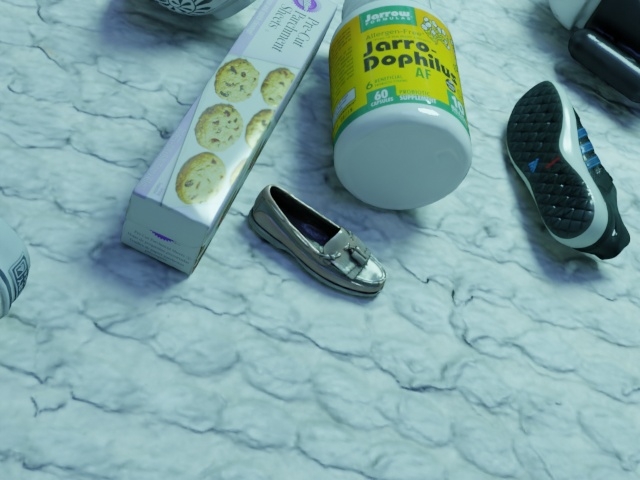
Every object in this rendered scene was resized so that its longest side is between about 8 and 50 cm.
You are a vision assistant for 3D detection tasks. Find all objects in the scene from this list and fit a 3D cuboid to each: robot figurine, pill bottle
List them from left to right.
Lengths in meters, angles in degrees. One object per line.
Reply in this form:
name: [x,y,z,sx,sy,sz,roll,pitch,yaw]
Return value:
pill bottle: [0.066,-0.140,0.832,0.117,0.117,0.208,11,49,-15]
robot figurine: [0.388,-0.262,1.028,0.278,0.173,0.209,37,35,9]

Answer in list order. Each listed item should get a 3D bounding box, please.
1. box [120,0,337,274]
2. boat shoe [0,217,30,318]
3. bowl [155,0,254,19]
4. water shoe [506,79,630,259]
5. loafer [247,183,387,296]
box: [-0.068,-0.110,0.786,0.067,0.063,0.324,27,47,-2]
boat shoe: [-0.372,-0.006,0.541,0.367,0.136,0.156,29,50,-12]
bowl: [-0.091,-0.260,0.864,0.080,0.170,0.170,52,40,-27]
water shoe: [0.234,-0.065,0.888,0.080,0.073,0.203,30,40,-35]
loafer: [0.000,0.000,0.741,0.125,0.039,0.045,31,47,4]
